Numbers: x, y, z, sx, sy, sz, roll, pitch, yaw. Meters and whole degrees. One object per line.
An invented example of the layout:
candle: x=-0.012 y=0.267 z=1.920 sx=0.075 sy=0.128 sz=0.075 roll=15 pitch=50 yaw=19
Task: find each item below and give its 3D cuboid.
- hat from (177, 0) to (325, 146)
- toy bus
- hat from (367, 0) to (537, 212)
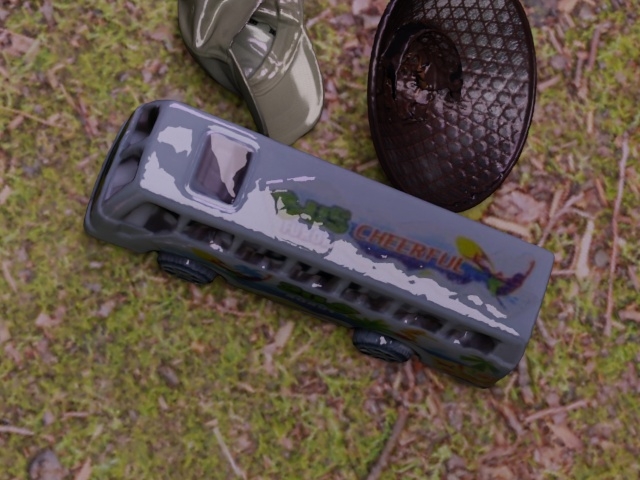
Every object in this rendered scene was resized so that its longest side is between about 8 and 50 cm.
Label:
hat: x=-0.049 y=-0.149 z=1.425 sx=0.122 sy=0.081 sz=0.166 roll=-31 pitch=103 yaw=-52
toy bus: x=0.000 y=0.000 z=1.363 sx=0.330 sy=0.136 sz=0.109 roll=21 pitch=75 yaw=-6
hat: x=0.074 y=-0.118 z=1.431 sx=0.193 sy=0.082 sz=0.193 roll=-8 pitch=101 yaw=-47
